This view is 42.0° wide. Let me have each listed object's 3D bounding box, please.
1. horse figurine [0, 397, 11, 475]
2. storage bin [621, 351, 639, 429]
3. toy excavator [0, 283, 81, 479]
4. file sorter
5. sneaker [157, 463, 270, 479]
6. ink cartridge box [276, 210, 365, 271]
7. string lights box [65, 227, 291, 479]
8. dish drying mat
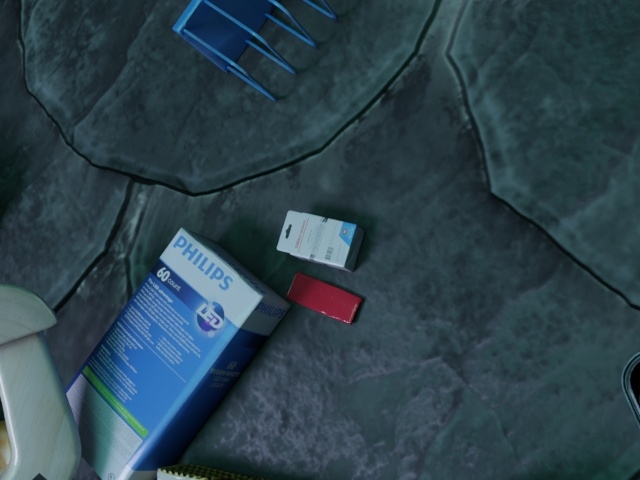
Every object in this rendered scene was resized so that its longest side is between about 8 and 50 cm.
[{"bbox_3d":[-0.370,0.282,0.966,0.175,0.066,0.263,-6,77,30],"label":"horse figurine"},{"bbox_3d":[0.306,0.110,0.547,0.180,0.084,0.122,-24,69,19],"label":"storage bin"},{"bbox_3d":[-0.325,0.326,0.818,0.433,0.222,0.445,47,69,-13],"label":"toy excavator"},{"bbox_3d":[-0.055,-0.260,0.937,0.104,0.118,0.170,38,94,24],"label":"file sorter"},{"bbox_3d":[-0.090,0.285,0.846,0.186,0.070,0.083,6,88,31],"label":"sneaker"},{"bbox_3d":[0.000,0.000,0.894,0.083,0.028,0.048,14,83,26],"label":"ink cartridge box"},{"bbox_3d":[-0.166,0.131,0.907,0.133,0.077,0.259,39,94,26],"label":"string lights box"},{"bbox_3d":[0.004,0.061,0.888,0.083,0.008,0.032,20,85,28],"label":"dish drying mat"}]
